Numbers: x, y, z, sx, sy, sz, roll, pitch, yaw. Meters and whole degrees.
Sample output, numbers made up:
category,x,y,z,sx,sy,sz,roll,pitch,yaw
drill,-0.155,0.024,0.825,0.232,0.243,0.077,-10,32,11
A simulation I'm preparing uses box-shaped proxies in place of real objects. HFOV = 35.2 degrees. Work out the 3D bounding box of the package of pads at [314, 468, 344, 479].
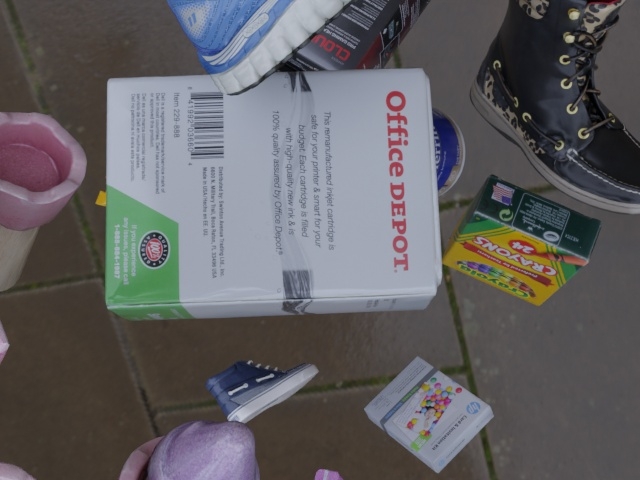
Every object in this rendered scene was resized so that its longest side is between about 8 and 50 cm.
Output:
category,x,y,z,sx,sy,sz,roll,pitch,yaw
package of pads,0.008,0.282,1.034,0.032,0.083,0.050,-3,146,26

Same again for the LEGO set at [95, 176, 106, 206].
category,x,y,z,sx,sy,sz,roll,pitch,yaw
LEGO set,-0.227,-0.085,1.339,0.093,0.087,0.227,28,100,41

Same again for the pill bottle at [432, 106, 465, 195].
category,x,y,z,sx,sy,sz,roll,pitch,yaw
pill bottle,0.097,-0.133,1.527,0.153,0.264,0.153,3,96,34

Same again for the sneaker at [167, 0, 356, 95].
category,x,y,z,sx,sy,sz,roll,pitch,yaw
sneaker,0.006,-0.266,0.796,0.330,0.130,0.147,-39,100,13

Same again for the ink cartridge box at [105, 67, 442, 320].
category,x,y,z,sx,sy,sz,roll,pitch,yaw
ink cartridge box,-0.043,-0.037,0.928,0.289,0.121,0.211,-1,78,0

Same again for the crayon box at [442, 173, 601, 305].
category,x,y,z,sx,sy,sz,roll,pitch,yaw
crayon box,0.335,0.015,1.762,0.202,0.318,0.081,23,71,3

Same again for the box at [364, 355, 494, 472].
category,x,y,z,sx,sy,sz,roll,pitch,yaw
box,0.190,0.306,1.793,0.145,0.186,0.038,-42,135,-15

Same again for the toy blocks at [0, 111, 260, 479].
category,x,y,z,sx,sy,sz,roll,pitch,yaw
toy blocks,-0.203,0.054,0.450,0.289,0.309,0.260,60,139,21

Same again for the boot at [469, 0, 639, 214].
category,x,y,z,sx,sy,sz,roll,pitch,yaw
boot,0.385,-0.237,1.489,0.377,0.138,0.284,49,149,34

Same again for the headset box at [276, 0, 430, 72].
category,x,y,z,sx,sy,sz,roll,pitch,yaw
headset box,0.012,-0.325,1.308,0.218,0.110,0.293,33,80,13

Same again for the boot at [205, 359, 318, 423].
category,x,y,z,sx,sy,sz,roll,pitch,yaw
boot,-0.089,0.216,1.589,0.086,0.190,0.069,52,132,14
